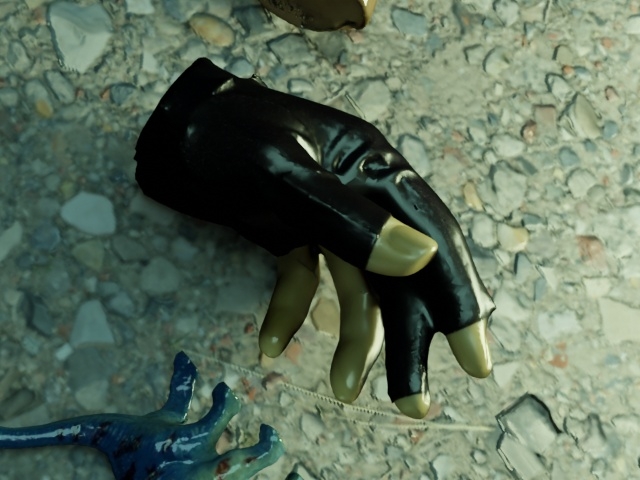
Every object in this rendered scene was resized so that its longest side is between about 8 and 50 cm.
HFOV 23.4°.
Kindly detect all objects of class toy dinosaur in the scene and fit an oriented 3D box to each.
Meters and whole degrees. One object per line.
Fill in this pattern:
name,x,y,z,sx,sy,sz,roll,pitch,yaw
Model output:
toy dinosaur,-0.080,0.163,1.054,0.329,0.076,0.144,34,71,1

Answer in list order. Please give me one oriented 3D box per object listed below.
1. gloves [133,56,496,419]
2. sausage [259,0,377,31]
gloves,0.001,-0.008,1.075,0.152,0.197,0.301,-35,82,-15
sausage,0.013,-0.289,1.226,0.123,0.123,0.253,21,64,-8
